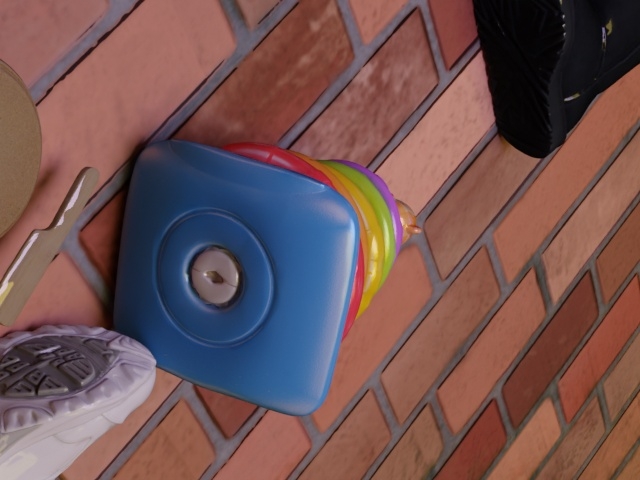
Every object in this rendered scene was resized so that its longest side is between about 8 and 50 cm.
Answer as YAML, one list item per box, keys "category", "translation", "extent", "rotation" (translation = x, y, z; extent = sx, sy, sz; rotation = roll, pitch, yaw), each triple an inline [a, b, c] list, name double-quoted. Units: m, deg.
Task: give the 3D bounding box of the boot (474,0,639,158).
- category: "boot"
  translation: [0.237, -0.215, 1.262]
  extent: [0.207, 0.094, 0.246]
  rotation: [-44, 147, -23]

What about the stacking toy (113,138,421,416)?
- category: "stacking toy"
  translation: [0.000, 0.000, 1.052]
  extent: [0.302, 0.175, 0.166]
  rotation: [-18, 123, -61]

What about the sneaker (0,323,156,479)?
- category: "sneaker"
  translation: [-0.205, 0.140, 0.913]
  extent: [0.232, 0.090, 0.115]
  rotation: [-29, 138, -29]

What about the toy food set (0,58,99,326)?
- category: "toy food set"
  translation: [-0.217, -0.048, 0.824]
  extent: [0.132, 0.038, 0.192]
  rotation: [-60, 140, -21]
